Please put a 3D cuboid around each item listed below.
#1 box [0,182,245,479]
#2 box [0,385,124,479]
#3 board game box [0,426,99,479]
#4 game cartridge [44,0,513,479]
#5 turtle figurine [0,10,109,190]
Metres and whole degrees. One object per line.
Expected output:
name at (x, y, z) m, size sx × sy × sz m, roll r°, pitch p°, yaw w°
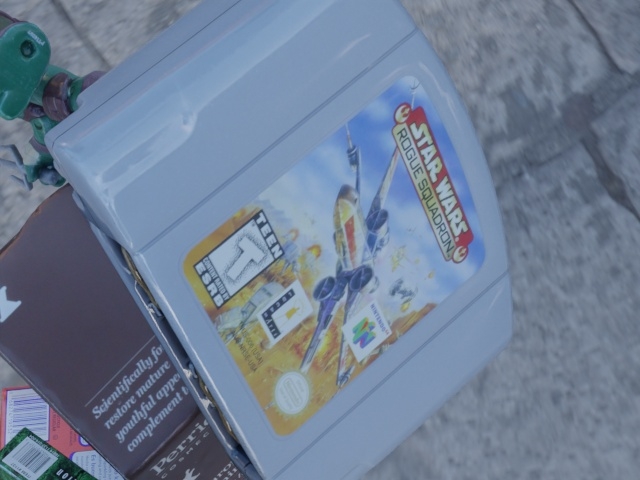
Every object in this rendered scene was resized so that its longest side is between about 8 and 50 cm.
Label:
box at (-0.092, 0.062, 1.036) m, size 0.167 × 0.203 × 0.168 m, roll 42°, pitch 82°, yaw 21°
box at (-0.148, 0.261, 1.188) m, size 0.154 × 0.142 × 0.300 m, roll -7°, pitch 61°, yaw 3°
board game box at (-0.112, 0.214, 0.864) m, size 0.136 × 0.030 × 0.260 m, roll 33°, pitch 143°, yaw 20°
game cartridge at (0.000, 0.000, 0.842) m, size 0.198 × 0.062 × 0.297 m, roll -37°, pitch 131°, yaw -13°
turtle figurine at (-0.217, -0.090, 1.017) m, size 0.175 × 0.234 × 0.118 m, roll 1°, pitch 91°, yaw -39°
